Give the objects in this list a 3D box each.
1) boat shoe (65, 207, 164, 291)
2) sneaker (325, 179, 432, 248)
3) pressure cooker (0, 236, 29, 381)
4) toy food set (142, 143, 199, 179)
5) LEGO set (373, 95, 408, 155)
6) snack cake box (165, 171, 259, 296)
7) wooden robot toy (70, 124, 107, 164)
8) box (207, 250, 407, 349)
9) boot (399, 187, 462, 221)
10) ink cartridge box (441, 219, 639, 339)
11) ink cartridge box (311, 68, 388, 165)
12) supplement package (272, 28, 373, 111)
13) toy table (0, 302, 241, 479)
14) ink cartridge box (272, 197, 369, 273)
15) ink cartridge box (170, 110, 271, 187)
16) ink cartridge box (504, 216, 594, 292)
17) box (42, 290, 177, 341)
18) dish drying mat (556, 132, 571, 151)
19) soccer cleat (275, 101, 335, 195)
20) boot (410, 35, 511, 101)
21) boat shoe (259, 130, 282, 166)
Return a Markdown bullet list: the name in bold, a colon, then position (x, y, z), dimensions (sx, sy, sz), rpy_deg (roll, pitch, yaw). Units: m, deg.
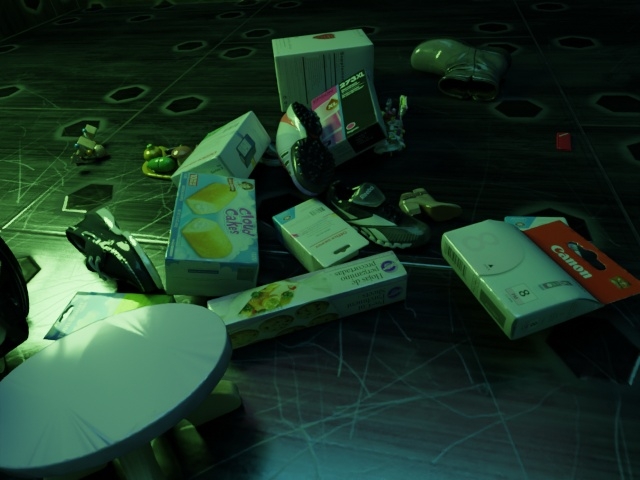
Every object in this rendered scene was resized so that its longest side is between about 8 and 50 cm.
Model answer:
- **boat shoe**: position (-0.390, 0.030, 0.786), dimensions (0.091, 0.115, 0.302), rpy_deg (-33, 36, -29)
- **sneaker**: position (0.104, -0.057, 0.819), dimensions (0.234, 0.106, 0.078), rpy_deg (21, 49, 27)
- **pressure cooker**: position (-0.616, 0.096, 0.510), dimensions (0.420, 0.370, 0.376), rpy_deg (-38, 88, -17)
- **toy food set**: position (-0.367, -0.220, 1.088), dimensions (0.217, 0.071, 0.128), rpy_deg (8, 43, 15)
- **LEGO set**: position (0.164, -0.344, 1.128), dimensions (0.132, 0.107, 0.287), rpy_deg (-9, 44, -12)
- **snack cake box**: position (-0.198, -0.019, 0.799), dimensions (0.152, 0.089, 0.265), rpy_deg (3, 40, -14)
- **wooden robot toy**: position (-0.640, -0.252, 1.182), dimensions (0.078, 0.076, 0.173), rpy_deg (18, 33, -27)
- **box**: position (-0.018, 0.097, 0.690), dimensions (0.323, 0.067, 0.063), rpy_deg (-14, 43, -10)
- **boot**: position (0.225, -0.079, 0.880), dimensions (0.118, 0.042, 0.087), rpy_deg (-5, 39, 1)
- **ink cartridge box**: position (0.333, 0.031, 0.641), dimensions (0.232, 0.066, 0.189), rpy_deg (-19, 41, -6)
- **ink cartridge box**: position (0.065, -0.345, 1.118), dimensions (0.175, 0.069, 0.371), rpy_deg (-25, 39, 21)
- **supplement package**: position (0.007, -0.536, 1.323), dimensions (0.292, 0.176, 0.178), rpy_deg (-8, 40, -3)
- **toy table**: position (-0.231, 0.208, 0.519), dimensions (0.273, 0.161, 0.252), rpy_deg (-12, 42, -6)
- **ink cartridge box**: position (0.000, 0.000, 0.801), dimensions (0.104, 0.062, 0.181), rpy_deg (-27, 45, -22)
- **ink cartridge box**: position (-0.228, -0.193, 0.989), dimensions (0.154, 0.093, 0.213), rpy_deg (-16, 33, 29)
- **ink cartridge box**: position (0.375, 0.038, 0.713), dimensions (0.104, 0.060, 0.180), rpy_deg (3, 42, 11)
- **box**: position (-0.342, 0.137, 0.700), dimensions (0.178, 0.043, 0.109), rpy_deg (1, 41, 8)
- **dish drying mat**: position (0.606, -0.246, 1.049), dimensions (0.032, 0.008, 0.083), rpy_deg (13, 44, 19)
- **soccer cleat**: position (-0.046, -0.190, 0.954), dimensions (0.108, 0.116, 0.319), rpy_deg (21, 38, -29)
- **boot**: position (0.415, -0.545, 1.339), dimensions (0.337, 0.118, 0.223), rpy_deg (16, 51, 29)
- **boat shoe**: position (-0.150, -0.254, 1.091), dimensions (0.183, 0.083, 0.065), rpy_deg (25, 50, 30)
